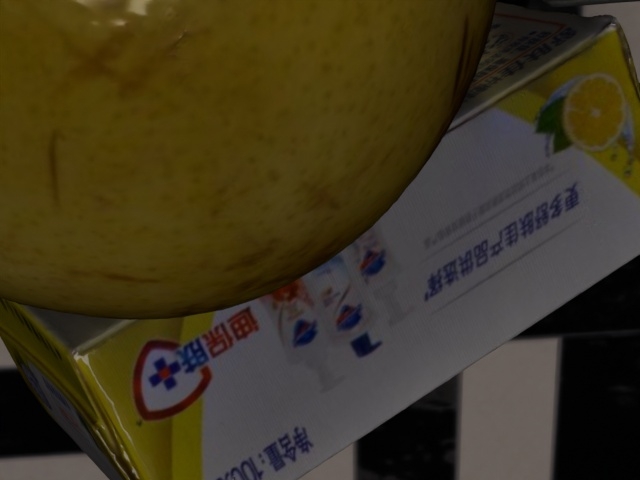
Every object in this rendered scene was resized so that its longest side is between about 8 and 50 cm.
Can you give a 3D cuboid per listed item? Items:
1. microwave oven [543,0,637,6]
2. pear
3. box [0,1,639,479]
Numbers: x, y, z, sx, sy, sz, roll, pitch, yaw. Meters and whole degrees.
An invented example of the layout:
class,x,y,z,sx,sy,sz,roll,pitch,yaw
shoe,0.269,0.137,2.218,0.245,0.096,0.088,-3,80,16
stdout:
class,x,y,z,sx,sy,sz,roll,pitch,yaw
microwave oven,0.162,-0.340,0.451,0.236,0.374,0.432,-3,136,0
pear,-0.067,-0.111,0.517,0.281,0.281,0.280,-2,115,-5
box,0.000,0.000,0.690,0.265,0.168,0.097,-32,114,-17
